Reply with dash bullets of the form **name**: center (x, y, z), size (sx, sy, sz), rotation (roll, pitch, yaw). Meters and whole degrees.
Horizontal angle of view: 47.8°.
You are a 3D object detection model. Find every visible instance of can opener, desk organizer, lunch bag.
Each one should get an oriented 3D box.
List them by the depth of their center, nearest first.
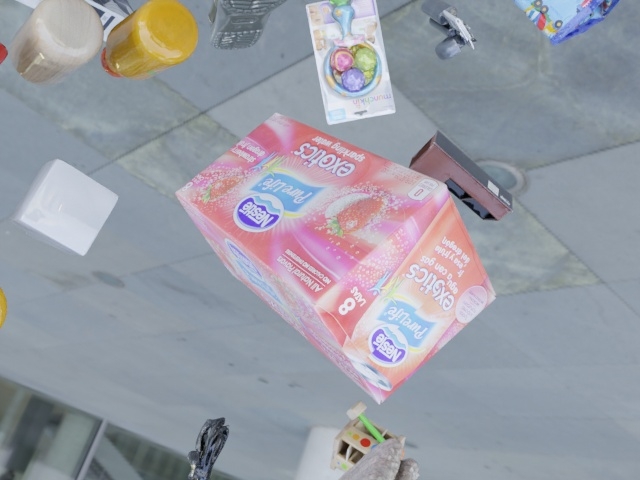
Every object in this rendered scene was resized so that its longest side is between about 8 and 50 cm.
- **desk organizer**: center (0.175, -0.071, 0.898), size (0.130, 0.047, 0.050), rotation (40, 120, -8)
- **lunch bag**: center (0.350, -0.423, 1.074), size (0.221, 0.293, 0.138), rotation (50, 121, 6)
- **can opener**: center (0.261, -0.460, 1.565), size (0.095, 0.283, 0.076), rotation (-35, 116, 9)

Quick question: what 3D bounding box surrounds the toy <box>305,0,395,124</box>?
- **toy**: center (0.059, -0.355, 1.388), size (0.137, 0.237, 0.056), rotation (-11, 180, 0)

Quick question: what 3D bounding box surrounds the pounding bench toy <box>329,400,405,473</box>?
- **pounding bench toy**: center (0.054, 0.216, 0.759), size (0.065, 0.052, 0.083), rotation (26, 132, 26)

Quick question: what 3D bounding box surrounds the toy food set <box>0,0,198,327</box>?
- **toy food set**: center (-0.180, -0.057, 0.427), size (0.111, 0.232, 0.105), rotation (34, 164, -28)

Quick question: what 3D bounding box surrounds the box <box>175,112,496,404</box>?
- **box**: center (0.000, 0.000, 0.708), size (0.300, 0.154, 0.142), rotation (35, 161, 52)

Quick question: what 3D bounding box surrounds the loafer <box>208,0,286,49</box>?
- **loafer**: center (-0.095, -0.324, 0.896), size (0.095, 0.087, 0.251), rotation (-7, 172, -25)

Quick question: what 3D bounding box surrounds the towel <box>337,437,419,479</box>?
- **towel**: center (-0.022, 0.235, 0.503), size (0.049, 0.187, 0.282), rotation (49, -171, 8)

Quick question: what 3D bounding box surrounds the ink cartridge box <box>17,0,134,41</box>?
- **ink cartridge box**: center (-0.440, -0.423, 1.116), size (0.065, 0.165, 0.333), rotation (-41, 156, 21)

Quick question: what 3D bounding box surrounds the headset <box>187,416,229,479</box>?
- **headset**: center (0.030, 0.334, 0.836), size (0.395, 0.185, 0.243), rotation (11, 173, 8)
